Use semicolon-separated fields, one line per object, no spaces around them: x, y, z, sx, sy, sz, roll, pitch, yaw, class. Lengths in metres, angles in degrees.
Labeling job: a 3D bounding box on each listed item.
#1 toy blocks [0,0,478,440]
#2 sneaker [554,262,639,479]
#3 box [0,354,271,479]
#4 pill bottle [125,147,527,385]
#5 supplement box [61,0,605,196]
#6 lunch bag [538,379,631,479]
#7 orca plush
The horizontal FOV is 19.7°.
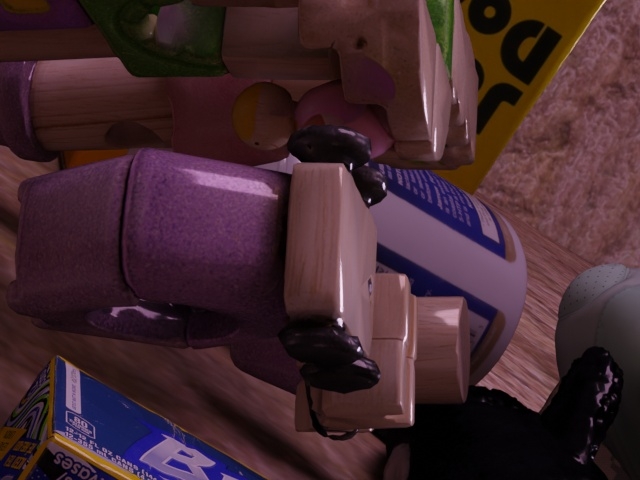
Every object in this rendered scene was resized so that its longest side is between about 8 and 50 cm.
-0.086;-0.077;0.660;0.260;0.309;0.288;0;-19;11;toy blocks
0.192;0.115;0.805;0.256;0.094;0.151;59;-5;-20;sneaker
-0.005;0.097;0.426;0.169;0.054;0.059;33;7;-14;box
0.000;0.000;0.873;0.187;0.112;0.112;29;8;-38;pill bottle
0.027;-0.153;1.028;0.194;0.356;0.195;32;7;-16;supplement box
0.288;0.090;0.983;0.212;0.256;0.305;39;9;38;lunch bag
0.098;0.093;0.723;0.151;0.102;0.287;34;7;-2;orca plush
